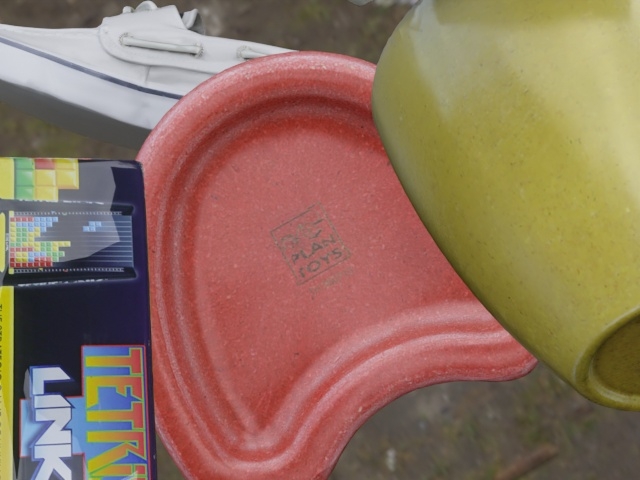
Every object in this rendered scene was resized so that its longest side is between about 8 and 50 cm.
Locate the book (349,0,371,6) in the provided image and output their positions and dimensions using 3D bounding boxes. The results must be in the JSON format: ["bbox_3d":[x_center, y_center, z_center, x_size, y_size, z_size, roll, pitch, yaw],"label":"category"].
[{"bbox_3d":[-0.011,-0.108,0.390,0.096,0.144,0.035,-20,51,46],"label":"book"}]

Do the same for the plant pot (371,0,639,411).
[{"bbox_3d":[0.089,-0.012,0.476,0.134,0.134,0.095,-21,57,12],"label":"plant pot"}]

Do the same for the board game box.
[{"bbox_3d":[-0.072,0.085,0.500,0.048,0.141,0.170,0,57,-9],"label":"board game box"}]

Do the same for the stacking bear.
[{"bbox_3d":[0.000,0.000,0.835,0.175,0.164,0.289,-30,1,2],"label":"stacking bear"}]

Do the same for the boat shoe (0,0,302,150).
[{"bbox_3d":[-0.097,-0.105,1.112,0.268,0.096,0.088,13,79,15],"label":"boat shoe"}]
